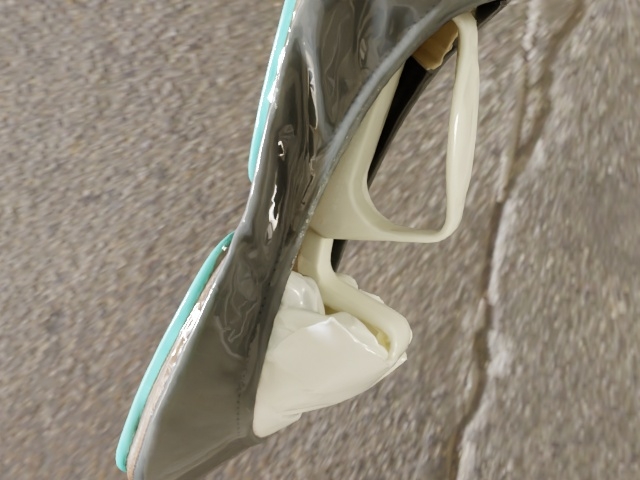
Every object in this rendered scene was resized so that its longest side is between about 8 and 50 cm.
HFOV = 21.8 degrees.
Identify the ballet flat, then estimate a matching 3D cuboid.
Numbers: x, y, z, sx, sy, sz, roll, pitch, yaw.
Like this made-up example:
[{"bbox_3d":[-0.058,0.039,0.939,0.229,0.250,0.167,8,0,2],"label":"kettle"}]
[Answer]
[{"bbox_3d":[0.000,0.000,0.674,0.096,0.095,0.280,26,109,14],"label":"ballet flat"}]
